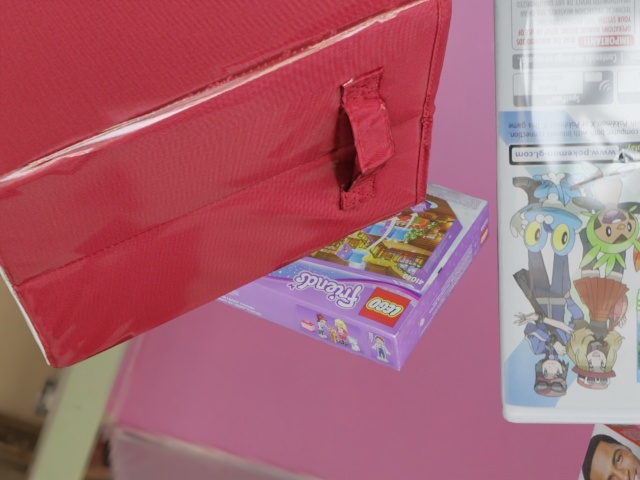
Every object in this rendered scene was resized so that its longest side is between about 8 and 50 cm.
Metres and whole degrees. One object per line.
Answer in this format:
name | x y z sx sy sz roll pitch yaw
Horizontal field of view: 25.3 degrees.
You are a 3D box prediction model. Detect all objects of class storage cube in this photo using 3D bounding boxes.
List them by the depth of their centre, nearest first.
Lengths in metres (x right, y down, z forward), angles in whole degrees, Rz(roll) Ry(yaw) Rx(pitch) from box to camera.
storage cube | -0.077 -0.091 0.612 0.215 0.193 0.184 60 169 22

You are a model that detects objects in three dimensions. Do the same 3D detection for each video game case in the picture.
video game case | 0.254 -0.053 0.721 0.328 0.300 0.036 -1 -170 10

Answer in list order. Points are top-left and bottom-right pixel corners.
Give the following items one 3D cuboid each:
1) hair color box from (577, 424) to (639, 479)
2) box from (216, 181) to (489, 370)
hair color box | 0.305 0.224 1.302 0.043 0.072 0.141 3 -163 -35
box | 0.000 0.000 1.470 0.293 0.201 0.057 20 142 26
